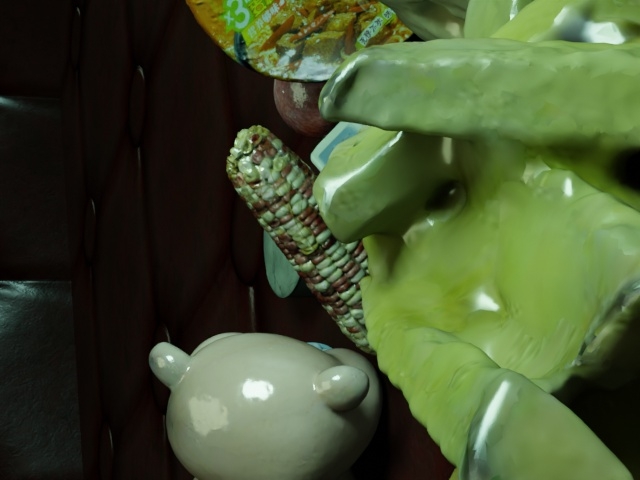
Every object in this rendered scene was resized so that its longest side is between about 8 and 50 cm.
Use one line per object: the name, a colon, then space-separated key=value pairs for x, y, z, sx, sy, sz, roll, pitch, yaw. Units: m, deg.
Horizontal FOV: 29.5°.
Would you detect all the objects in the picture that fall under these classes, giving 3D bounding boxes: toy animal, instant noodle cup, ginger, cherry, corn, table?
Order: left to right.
toy animal: x=-0.050 y=0.200 z=1.151 sx=0.229 sy=0.210 sz=0.221 roll=27 pitch=-110 yaw=-75
table: x=-0.021 y=-0.005 z=1.306 sx=0.133 sy=0.043 sz=0.133 roll=-179 pitch=90 yaw=-69
instant noodle cup: x=-0.017 y=-0.282 z=1.090 sx=0.182 sy=0.230 sz=0.230 roll=-104 pitch=24 yaw=-55
cherry: x=-0.001 y=-0.175 z=1.227 sx=0.225 sy=0.090 sz=0.107 roll=-89 pitch=-3 yaw=-58
corn: x=0.000 y=0.000 z=1.048 sx=0.237 sy=0.079 sz=0.079 roll=50 pitch=170 yaw=-20
ginger: x=0.131 y=-0.046 z=0.532 sx=0.358 sy=0.211 sz=0.413 roll=-21 pitch=59 yaw=39

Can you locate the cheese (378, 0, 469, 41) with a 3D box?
cheese: x=0.081 y=-0.218 z=0.794 sx=0.173 sy=0.248 sz=0.251 roll=-136 pitch=44 yaw=-64

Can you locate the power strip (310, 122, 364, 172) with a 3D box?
power strip: x=0.091 y=-0.029 z=0.952 sx=0.106 sy=0.043 sz=0.367 roll=-47 pitch=32 yaw=6
